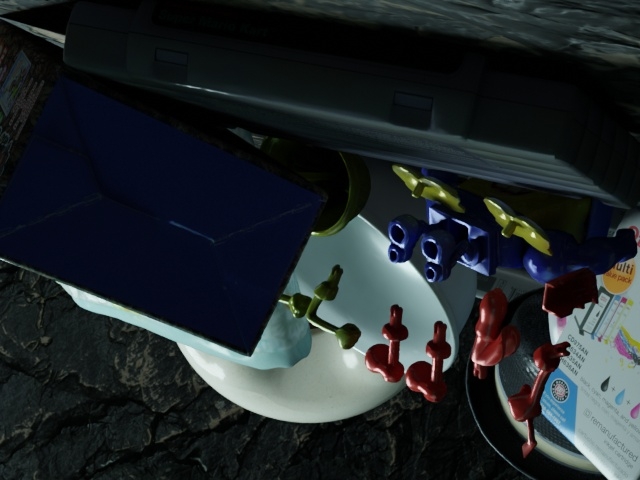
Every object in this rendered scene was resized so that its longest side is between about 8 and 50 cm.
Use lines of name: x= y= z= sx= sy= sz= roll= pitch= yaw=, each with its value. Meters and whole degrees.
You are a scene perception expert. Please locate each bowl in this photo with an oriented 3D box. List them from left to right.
bowl: x=0.062 y=-0.005 z=1.483 sx=0.298 sy=0.134 sz=0.298 roll=35 pitch=156 yaw=18

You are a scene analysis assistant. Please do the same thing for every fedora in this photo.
fedora: x=0.349 y=0.164 z=1.768 sx=0.334 sy=0.334 sz=0.152 roll=13 pitch=152 yaw=17

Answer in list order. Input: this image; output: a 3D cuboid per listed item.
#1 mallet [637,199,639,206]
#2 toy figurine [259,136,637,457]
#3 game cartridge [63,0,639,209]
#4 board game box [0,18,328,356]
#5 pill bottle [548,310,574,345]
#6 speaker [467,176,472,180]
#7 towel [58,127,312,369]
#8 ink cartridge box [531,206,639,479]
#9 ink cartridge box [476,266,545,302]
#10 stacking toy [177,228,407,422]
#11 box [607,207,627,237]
mallet: x=0.353 y=-0.020 z=1.292 sx=0.189 sy=0.039 sz=0.062 roll=18 pitch=-178 yaw=12
toy figurine: x=0.134 y=0.002 z=1.156 sx=0.217 sy=0.191 sz=0.362 roll=-17 pitch=-152 yaw=-36
game cartridge: x=0.028 y=-0.095 z=0.944 sx=0.355 sy=0.068 sz=0.230 roll=13 pitch=175 yaw=25
board game box: x=-0.166 y=-0.051 z=1.114 sx=0.232 sy=0.141 sz=0.291 roll=24 pitch=-175 yaw=-26
pill bottle: x=0.411 y=0.084 z=1.544 sx=0.160 sy=0.160 sz=0.283 roll=15 pitch=165 yaw=-42
speaker: x=0.207 y=-0.042 z=1.337 sx=0.136 sy=0.055 sz=0.055 roll=14 pitch=179 yaw=10
towel: x=-0.196 y=-0.028 z=1.509 sx=0.374 sy=0.090 sz=0.321 roll=13 pitch=137 yaw=35
ink cartridge box: x=0.354 y=0.111 z=1.348 sx=0.168 sy=0.233 sz=0.171 roll=10 pitch=-157 yaw=-36
ink cartridge box: x=0.201 y=0.016 z=2.037 sx=0.189 sy=0.066 sz=0.232 roll=17 pitch=-166 yaw=-39
stacking toy: x=0.000 y=0.000 z=1.852 sx=0.350 sy=0.351 sz=0.480 roll=14 pitch=-162 yaw=2
box: x=0.264 y=-0.017 z=1.469 sx=0.145 sy=0.038 sz=0.186 roll=12 pitch=169 yaw=-1
